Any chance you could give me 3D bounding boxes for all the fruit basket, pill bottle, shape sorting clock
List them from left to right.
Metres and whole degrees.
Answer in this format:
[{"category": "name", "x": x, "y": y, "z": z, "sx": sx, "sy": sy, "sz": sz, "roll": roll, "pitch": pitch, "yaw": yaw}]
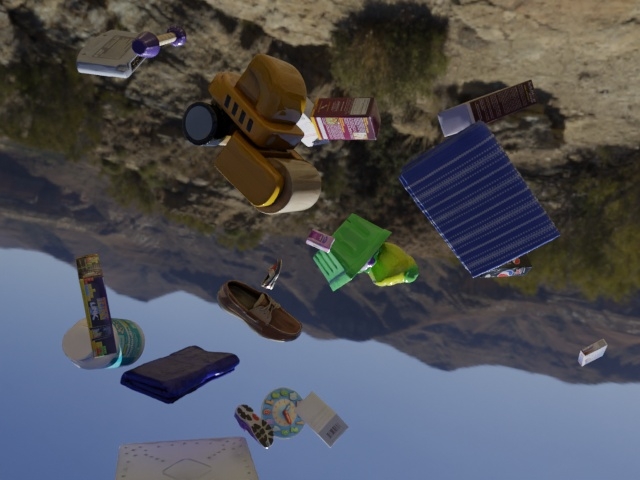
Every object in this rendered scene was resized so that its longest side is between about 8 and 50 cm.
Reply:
[{"category": "pill bottle", "x": -0.618, "y": 0.291, "z": 1.623, "sx": 0.146, "sy": 0.146, "sz": 0.264, "roll": 10, "pitch": 172, "yaw": 9}, {"category": "shape sorting clock", "x": -0.149, "y": 0.713, "z": 2.366, "sx": 0.206, "sy": 0.206, "sz": 0.040, "roll": 11, "pitch": 153, "yaw": -29}, {"category": "fruit basket", "x": 0.187, "y": 0.091, "z": 2.248, "sx": 0.392, "sy": 0.283, "sz": 0.392, "roll": 39, "pitch": 164, "yaw": 14}]

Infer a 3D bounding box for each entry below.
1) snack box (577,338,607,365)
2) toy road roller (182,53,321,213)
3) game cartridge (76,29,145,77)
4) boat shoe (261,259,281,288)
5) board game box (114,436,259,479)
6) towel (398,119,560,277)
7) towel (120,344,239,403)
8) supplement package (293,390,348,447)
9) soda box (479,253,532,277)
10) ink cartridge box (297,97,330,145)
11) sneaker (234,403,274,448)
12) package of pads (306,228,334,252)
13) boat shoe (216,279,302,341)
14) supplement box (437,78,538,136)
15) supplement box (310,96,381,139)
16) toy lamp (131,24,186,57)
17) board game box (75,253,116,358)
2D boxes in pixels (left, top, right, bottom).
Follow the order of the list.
[{"category": "snack box", "x": 0.729, "y": 0.303, "z": 1.534, "sx": 0.064, "sy": 0.022, "sz": 0.178, "roll": -31, "pitch": 152, "yaw": 8}, {"category": "toy road roller", "x": -0.108, "y": -0.238, "z": 1.217, "sx": 0.329, "sy": 0.240, "sz": 0.202, "roll": 48, "pitch": -156, "yaw": 14}, {"category": "game cartridge", "x": -0.734, "y": -0.668, "z": 2.036, "sx": 0.198, "sy": 0.062, "sz": 0.297, "roll": 5, "pitch": -139, "yaw": 6}, {"category": "boat shoe", "x": -0.188, "y": 0.129, "z": 2.215, "sx": 0.043, "sy": 0.137, "sz": 0.049, "roll": 19, "pitch": -153, "yaw": -14}, {"category": "board game box", "x": -0.384, "y": 0.681, "z": 1.640, "sx": 0.390, "sy": 0.050, "sz": 0.390, "roll": 2, "pitch": -174, "yaw": -16}, {"category": "towel", "x": 0.373, "y": -0.092, "z": 1.364, "sx": 0.243, "sy": 0.336, "sz": 0.040, "roll": -32, "pitch": -169, "yaw": 31}, {"category": "towel", "x": -0.432, "y": 0.414, "z": 1.779, "sx": 0.227, "sy": 0.076, "sz": 0.308, "roll": 3, "pitch": -172, "yaw": 33}, {"category": "supplement package", "x": 0.002, "y": 0.675, "z": 2.165, "sx": 0.179, "sy": 0.105, "sz": 0.105, "roll": 26, "pitch": 157, "yaw": 55}, {"category": "soda box", "x": 0.583, "y": 0.078, "z": 1.819, "sx": 0.169, "sy": 0.060, "sz": 0.053, "roll": -1, "pitch": 145, "yaw": -16}, {"category": "ink cartridge box", "x": -0.048, "y": -0.382, "z": 1.827, "sx": 0.104, "sy": 0.062, "sz": 0.181, "roll": -2, "pitch": 151, "yaw": 38}, {"category": "sneaker", "x": -0.221, "y": 0.617, "z": 1.889, "sx": 0.170, "sy": 0.071, "sz": 0.068, "roll": 45, "pitch": -136, "yaw": 20}, {"category": "package of pads", "x": 0.000, "y": 0.000, "z": 1.855, "sx": 0.083, "sy": 0.050, "sz": 0.032, "roll": 24, "pitch": 146, "yaw": 5}, {"category": "boat shoe", "x": -0.207, "y": 0.241, "z": 1.965, "sx": 0.324, "sy": 0.123, "sz": 0.116, "roll": 26, "pitch": 140, "yaw": 0}, {"category": "supplement box", "x": 0.457, "y": -0.362, "z": 1.562, "sx": 0.239, "sy": 0.073, "sz": 0.130, "roll": -24, "pitch": -171, "yaw": -21}, {"category": "supplement box", "x": 0.077, "y": -0.367, "z": 1.724, "sx": 0.188, "sy": 0.081, "sz": 0.104, "roll": 4, "pitch": 149, "yaw": 20}, {"category": "toy lamp", "x": -0.508, "y": -0.628, "z": 1.800, "sx": 0.080, "sy": 0.080, "sz": 0.275, "roll": 10, "pitch": -153, "yaw": 10}, {"category": "board game box", "x": -0.455, "y": 0.129, "z": 1.159, "sx": 0.048, "sy": 0.170, "sz": 0.141, "roll": -11, "pitch": -159, "yaw": -24}]
